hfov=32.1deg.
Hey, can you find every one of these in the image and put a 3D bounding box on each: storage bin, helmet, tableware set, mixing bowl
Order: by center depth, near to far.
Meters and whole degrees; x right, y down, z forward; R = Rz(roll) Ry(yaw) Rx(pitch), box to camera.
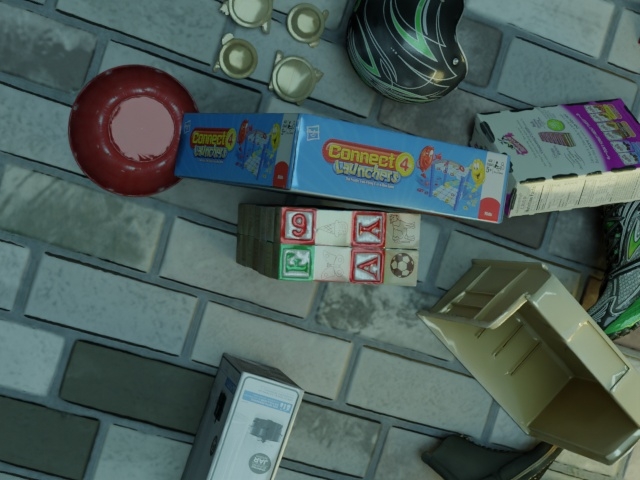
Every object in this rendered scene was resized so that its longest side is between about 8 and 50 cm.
[{"bbox_3d":[-0.240,-0.147,1.469,0.181,0.098,0.181,-1,93,-14],"label":"mixing bowl"},{"bbox_3d":[0.119,-0.269,1.518,0.169,0.169,0.162,10,75,-14],"label":"helmet"},{"bbox_3d":[0.304,0.162,1.544,0.123,0.260,0.262,-45,102,-11],"label":"storage bin"},{"bbox_3d":[-0.067,-0.275,1.544,0.168,0.020,0.141,18,91,-16],"label":"tableware set"}]

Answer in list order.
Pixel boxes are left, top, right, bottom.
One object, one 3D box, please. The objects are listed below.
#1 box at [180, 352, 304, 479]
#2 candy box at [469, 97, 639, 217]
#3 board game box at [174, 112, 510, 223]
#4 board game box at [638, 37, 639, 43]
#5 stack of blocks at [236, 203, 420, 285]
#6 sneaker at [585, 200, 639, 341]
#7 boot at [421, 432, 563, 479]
[{"bbox_3d":[-0.124,0.310,1.492,0.087,0.169,0.290,19,90,-14],"label":"box"},{"bbox_3d":[0.349,-0.120,1.584,0.233,0.159,0.071,-6,134,-13],"label":"candy box"},{"bbox_3d":[0.021,-0.093,1.393,0.308,0.302,0.086,8,91,-33],"label":"board game box"},{"bbox_3d":[0.545,-0.356,1.600,0.045,0.193,0.147,17,89,-15],"label":"board game box"},{"bbox_3d":[0.000,0.000,1.435,0.171,0.297,0.087,2,93,-15],"label":"stack of blocks"},{"bbox_3d":[0.455,0.011,1.635,0.146,0.134,0.343,36,66,-3],"label":"sneaker"},{"bbox_3d":[0.257,0.315,1.640,0.137,0.077,0.198,42,44,23],"label":"boot"}]
